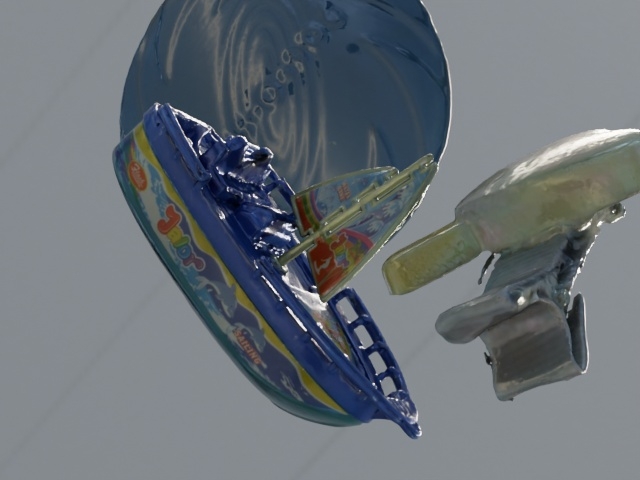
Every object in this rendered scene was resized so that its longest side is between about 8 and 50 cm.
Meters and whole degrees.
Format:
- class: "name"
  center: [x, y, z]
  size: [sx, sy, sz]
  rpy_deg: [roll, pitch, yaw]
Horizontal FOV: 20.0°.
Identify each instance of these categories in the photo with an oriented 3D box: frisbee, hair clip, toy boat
- class: "frisbee"
  center: [-0.038, -0.106, 1.440]
  size: [0.289, 0.049, 0.290]
  rpy_deg: [-3, -99, 21]
- class: "hair clip"
  center: [0.113, 0.002, 1.004]
  size: [0.159, 0.218, 0.071]
  rpy_deg: [-17, -68, 29]
- class: "toy boat"
  center: [0.000, 0.000, 0.713]
  size: [0.110, 0.091, 0.175]
  rpy_deg: [-40, -115, 15]
